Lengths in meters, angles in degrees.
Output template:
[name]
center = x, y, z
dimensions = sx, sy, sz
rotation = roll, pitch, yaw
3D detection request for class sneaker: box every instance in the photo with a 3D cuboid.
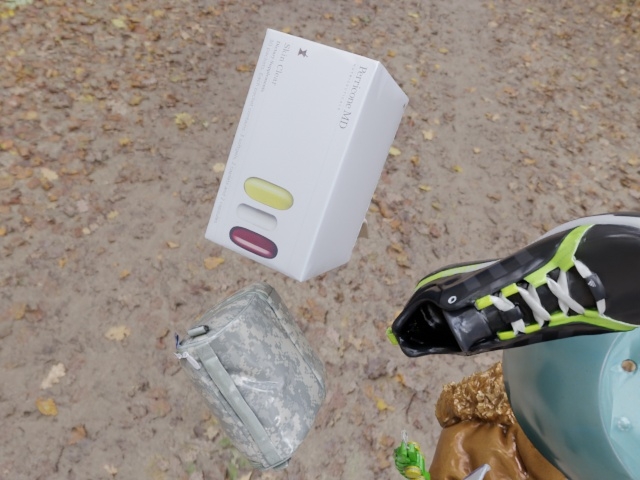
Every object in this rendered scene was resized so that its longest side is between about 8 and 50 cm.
[sneaker]
center = 0.141, 0.055, 0.342
dimensions = 0.097, 0.234, 0.084
rotation = -32, 91, -37

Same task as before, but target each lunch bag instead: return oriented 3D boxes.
[lunch bag]
center = -0.137, 0.258, 0.912
dimensions = 0.212, 0.256, 0.305
rotation = -29, 98, 6

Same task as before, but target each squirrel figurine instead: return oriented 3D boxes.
[squirrel figurine]
center = 0.443, 0.452, 1.054
dimensions = 0.280, 0.370, 0.397
rotation = 14, 50, -21

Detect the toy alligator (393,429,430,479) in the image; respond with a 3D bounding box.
[toy alligator]
center = 0.159, 0.406, 0.863
dimensions = 0.051, 0.190, 0.056
rotation = -12, 38, 20

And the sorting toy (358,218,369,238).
[sorting toy]
center = 0.000, 0.000, 0.987
dimensions = 0.208, 0.193, 0.038
rotation = -20, 78, 4

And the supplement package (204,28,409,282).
[supplement package]
center = -0.008, -0.103, 0.621
dimensions = 0.145, 0.262, 0.204
rotation = 22, 12, 17

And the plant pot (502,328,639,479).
[plant pot]
center = 0.344, 0.147, 0.455
dimensions = 0.292, 0.235, 0.294
rotation = -3, 81, 16

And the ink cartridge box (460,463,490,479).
[ink cartridge box]
center = 0.029, 0.394, 0.401
dimensions = 0.071, 0.324, 0.330
rotation = 40, 43, 20
